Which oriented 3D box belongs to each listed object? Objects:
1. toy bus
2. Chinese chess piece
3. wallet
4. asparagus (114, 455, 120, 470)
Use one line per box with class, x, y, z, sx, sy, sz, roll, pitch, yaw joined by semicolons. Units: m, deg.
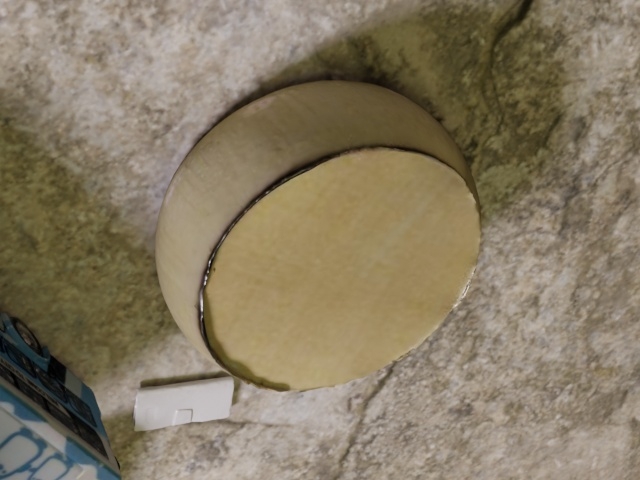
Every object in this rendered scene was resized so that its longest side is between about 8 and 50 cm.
toy bus;-0.271;0.094;1.426;0.106;0.131;0.297;-38;133;7
Chinese chess piece;0.000;0.000;1.494;0.250;0.103;0.250;-13;131;-16
wallet;-0.112;0.131;1.610;0.083;0.011;0.044;-7;129;-20
asparagus;-0.289;0.319;1.620;0.128;0.108;0.382;15;117;-32
